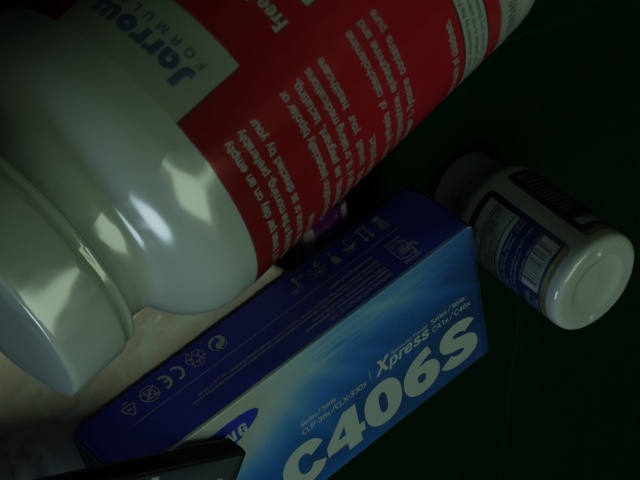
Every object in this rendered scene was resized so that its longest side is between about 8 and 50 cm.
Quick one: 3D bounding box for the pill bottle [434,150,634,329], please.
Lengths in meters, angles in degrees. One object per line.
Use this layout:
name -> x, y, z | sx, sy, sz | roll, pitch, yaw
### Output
pill bottle -> 0.176, -0.006, 1.560 | 0.094, 0.169, 0.094 | -26, 136, -28

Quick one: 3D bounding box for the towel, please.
towel -> -0.197, 0.104, 1.375 | 0.317, 0.053, 0.332 | -56, 142, 5

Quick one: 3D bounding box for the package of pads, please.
package of pads -> 0.000, 0.000, 1.502 | 0.050, 0.032, 0.083 | -34, 139, -24

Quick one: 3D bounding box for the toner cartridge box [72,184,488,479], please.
toner cartridge box -> -0.021, 0.119, 1.468 | 0.348, 0.075, 0.165 | -37, 140, -20

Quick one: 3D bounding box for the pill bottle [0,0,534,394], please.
pill bottle -> -0.069, -0.103, 1.155 | 0.408, 0.229, 0.229 | -45, 142, -20

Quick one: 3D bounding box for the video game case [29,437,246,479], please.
video game case -> -0.182, 0.244, 1.300 | 0.274, 0.026, 0.196 | -6, 125, -51
